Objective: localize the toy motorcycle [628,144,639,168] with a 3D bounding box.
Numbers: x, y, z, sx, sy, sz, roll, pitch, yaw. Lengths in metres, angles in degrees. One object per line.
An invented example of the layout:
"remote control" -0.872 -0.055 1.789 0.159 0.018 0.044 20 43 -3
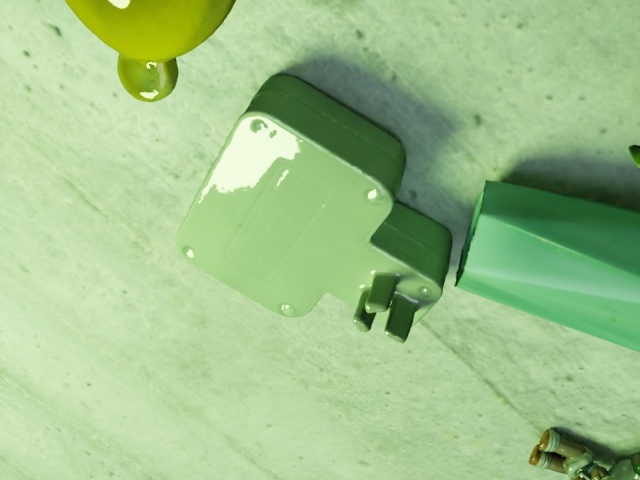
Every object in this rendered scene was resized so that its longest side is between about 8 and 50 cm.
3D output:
"toy motorcycle" 0.304 -0.162 0.607 0.206 0.142 0.342 -38 118 -5

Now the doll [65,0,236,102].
"doll" -0.165 -0.344 0.581 0.348 0.161 0.423 38 129 1

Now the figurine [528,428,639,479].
"figurine" 0.356 0.305 1.011 0.197 0.093 0.147 21 121 -1

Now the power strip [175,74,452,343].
"power strip" 0.000 0.000 0.830 0.261 0.141 0.229 31 131 -7

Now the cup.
"cup" 0.254 0.025 0.788 0.236 0.134 0.148 15 128 8
